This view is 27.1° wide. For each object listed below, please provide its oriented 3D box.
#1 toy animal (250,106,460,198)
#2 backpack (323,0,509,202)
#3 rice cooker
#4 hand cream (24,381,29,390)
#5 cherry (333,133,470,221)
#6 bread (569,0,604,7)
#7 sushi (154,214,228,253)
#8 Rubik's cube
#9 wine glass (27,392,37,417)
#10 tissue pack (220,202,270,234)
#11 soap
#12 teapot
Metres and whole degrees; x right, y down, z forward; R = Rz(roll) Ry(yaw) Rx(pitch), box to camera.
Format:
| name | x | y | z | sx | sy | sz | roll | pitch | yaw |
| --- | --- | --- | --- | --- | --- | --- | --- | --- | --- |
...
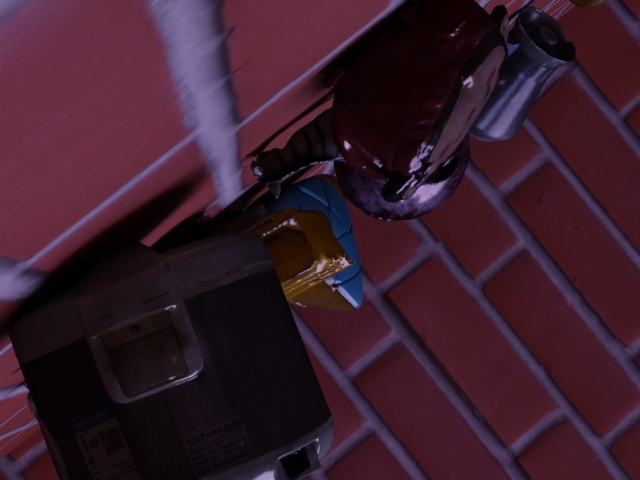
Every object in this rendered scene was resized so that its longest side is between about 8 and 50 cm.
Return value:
| name | x | y | z | sx | sy | sz | roll | pitch | yaw |
| --- | --- | --- | --- | --- | --- | --- | --- | --- | --- |
| toy animal | 0.043 | -0.101 | 1.464 | 0.073 | 0.217 | 0.176 | 91 | 22 | -53 |
| backpack | 0.093 | -0.150 | 1.334 | 0.229 | 0.139 | 0.229 | -57 | 176 | -6 |
| rice cooker | -0.148 | 0.133 | 1.303 | 0.288 | 0.277 | 0.288 | -21 | 179 | 0 |
| hand cream | -0.335 | 0.144 | 1.743 | 0.142 | 0.053 | 0.084 | -54 | -179 | -7 |
| cherry | 0.111 | -0.124 | 1.817 | 0.195 | 0.195 | 0.195 | -38 | 179 | -1 |
| bread | 0.393 | -0.392 | 1.725 | 0.213 | 0.105 | 0.213 | -41 | -179 | 1 |
| sushi | -0.180 | 0.067 | 1.632 | 0.225 | 0.126 | 0.136 | -32 | -176 | 34 |
| Rubik's cube | 0.000 | 0.000 | 2.138 | 0.254 | 0.254 | 0.254 | -38 | 179 | -1 |
| wine glass | -0.335 | 0.199 | 1.972 | 0.204 | 0.111 | 0.111 | -42 | 178 | 7 |
| tissue pack | -0.149 | 0.011 | 1.981 | 0.112 | 0.051 | 0.156 | -33 | 176 | -38 |
| soap | -0.128 | 0.066 | 1.859 | 0.324 | 0.096 | 0.204 | -29 | 171 | 12 |
| teapot | 0.332 | -0.304 | 2.408 | 0.203 | 0.171 | 0.225 | 4 | 141 | -40 |
